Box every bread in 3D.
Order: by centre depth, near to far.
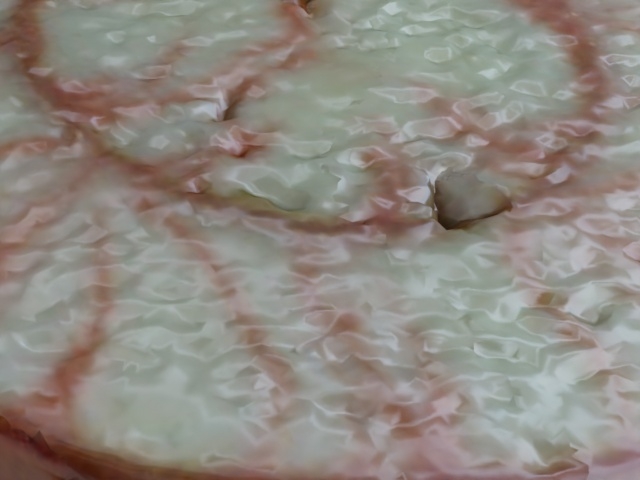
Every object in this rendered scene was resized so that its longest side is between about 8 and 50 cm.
[{"bbox_3d":[0.004,0.001,0.441,0.295,0.327,0.114,-125,-148,-46],"label":"bread"}]
